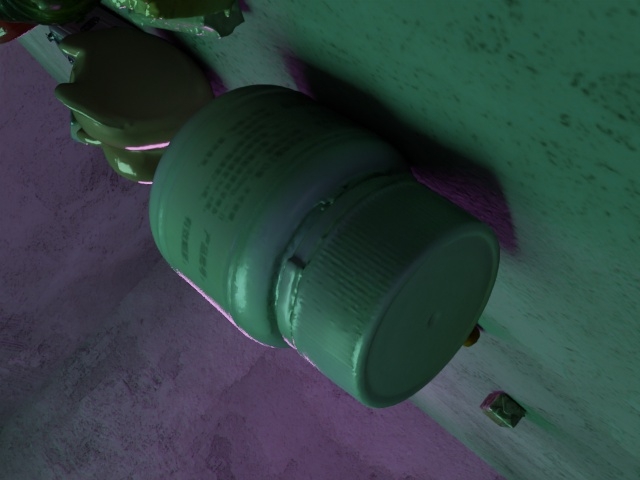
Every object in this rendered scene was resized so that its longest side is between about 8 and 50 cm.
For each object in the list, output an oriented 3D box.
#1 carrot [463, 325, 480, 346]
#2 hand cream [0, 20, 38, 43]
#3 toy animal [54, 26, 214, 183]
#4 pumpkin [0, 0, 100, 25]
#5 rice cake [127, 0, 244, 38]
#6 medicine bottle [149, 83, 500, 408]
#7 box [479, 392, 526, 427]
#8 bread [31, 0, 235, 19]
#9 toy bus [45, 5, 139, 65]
[{"bbox_3d":[0.166,0.087,1.097,0.190,0.037,0.037,45,171,5],"label":"carrot"},{"bbox_3d":[-0.459,-0.383,1.032,0.193,0.193,0.125,33,165,42],"label":"hand cream"},{"bbox_3d":[-0.262,-0.178,1.076,0.256,0.213,0.194,121,145,-69],"label":"toy animal"},{"bbox_3d":[-0.363,-0.360,0.811,0.261,0.189,0.260,13,177,1],"label":"pumpkin"},{"bbox_3d":[-0.156,-0.259,0.798,0.256,0.052,0.057,29,135,53],"label":"rice cake"},{"bbox_3d":[0.000,0.000,0.734,0.302,0.241,0.241,36,169,34],"label":"medicine bottle"},{"bbox_3d":[0.343,0.322,1.380,0.062,0.045,0.098,41,172,6],"label":"box"},{"bbox_3d":[-0.131,-0.278,0.538,0.184,0.224,0.211,32,-151,22],"label":"bread"},{"bbox_3d":[-0.358,-0.319,1.193,0.199,0.096,0.108,34,164,29],"label":"toy bus"}]
